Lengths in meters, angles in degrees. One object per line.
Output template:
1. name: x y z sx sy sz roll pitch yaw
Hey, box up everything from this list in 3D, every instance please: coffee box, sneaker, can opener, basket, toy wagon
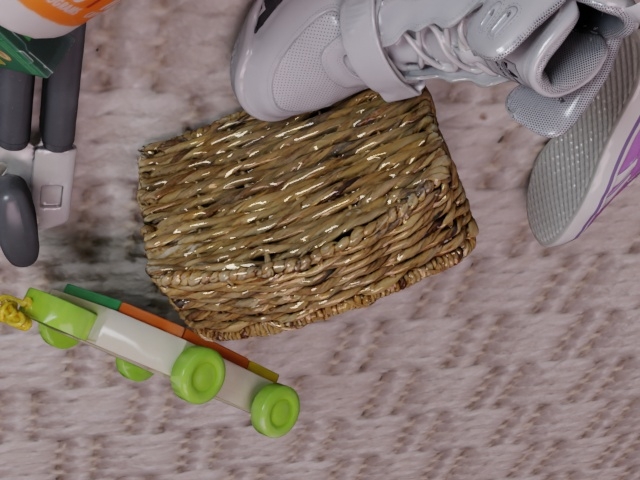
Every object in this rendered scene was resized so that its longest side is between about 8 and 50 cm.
1. coffee box: -0.274 -0.176 0.722 0.040 0.184 0.113 -61 140 -15
2. sneaker: 0.090 -0.165 0.815 0.366 0.210 0.137 -29 140 17
3. can opener: -0.248 -0.089 0.885 0.076 0.095 0.283 0 140 -20
4. basket: 0.000 0.000 0.986 0.299 0.213 0.223 -19 141 5
5. sneaker: 0.340 -0.095 1.081 0.161 0.102 0.282 0 140 -23
6. toy wagon: -0.189 0.114 1.064 0.267 0.068 0.344 11 163 44

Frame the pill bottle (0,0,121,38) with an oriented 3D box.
1. pill bottle: -0.063 -0.304 0.581 0.392 0.224 0.224 -27 141 15
